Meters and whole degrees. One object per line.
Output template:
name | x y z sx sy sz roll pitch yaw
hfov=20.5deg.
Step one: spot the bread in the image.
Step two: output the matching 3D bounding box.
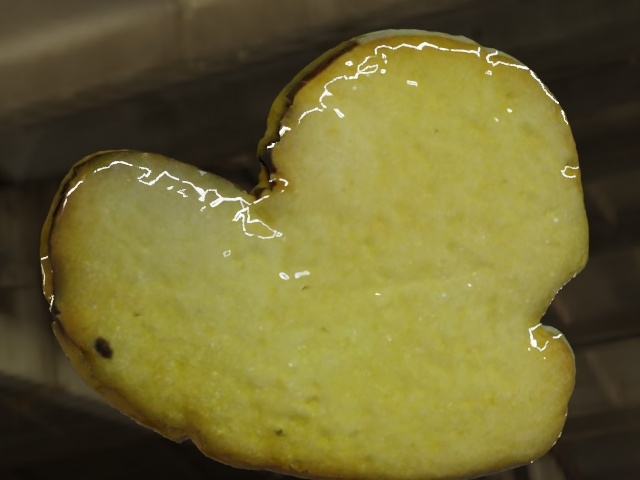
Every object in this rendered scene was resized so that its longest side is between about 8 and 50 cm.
bread | 0.000 0.000 0.586 0.187 0.149 0.065 10 5 -17
